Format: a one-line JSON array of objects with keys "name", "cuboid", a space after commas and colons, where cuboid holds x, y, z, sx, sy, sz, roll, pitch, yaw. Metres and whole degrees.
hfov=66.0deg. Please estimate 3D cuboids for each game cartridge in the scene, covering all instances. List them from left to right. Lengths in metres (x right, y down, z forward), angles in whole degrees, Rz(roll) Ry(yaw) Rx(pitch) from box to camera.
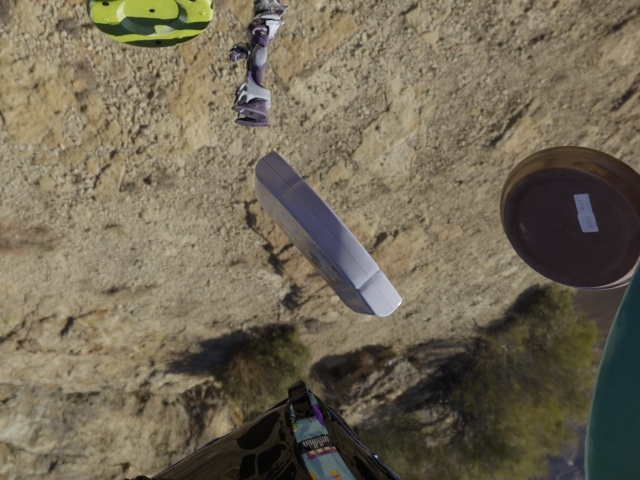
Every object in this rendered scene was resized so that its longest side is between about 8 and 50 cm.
[{"name": "game cartridge", "cuboid": [0.000, 0.000, 0.786, 0.062, 0.297, 0.198, -41, 180, -6]}]

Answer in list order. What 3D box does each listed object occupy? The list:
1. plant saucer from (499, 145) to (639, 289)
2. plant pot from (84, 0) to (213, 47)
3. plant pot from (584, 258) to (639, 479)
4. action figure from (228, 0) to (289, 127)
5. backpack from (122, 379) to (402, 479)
[{"name": "plant saucer", "cuboid": [0.435, -0.028, 0.860, 0.041, 0.278, 0.278, -33, 157, -32]}, {"name": "plant pot", "cuboid": [-0.356, -0.603, 0.984, 0.365, 0.354, 0.366, -11, 173, -1]}, {"name": "plant pot", "cuboid": [0.304, 0.074, 0.265, 0.290, 0.195, 0.290, -54, 157, -35]}, {"name": "action figure", "cuboid": [-0.137, -0.394, 1.049, 0.099, 0.286, 0.185, 6, 172, -20]}, {"name": "backpack", "cuboid": [-0.013, 0.191, 0.282, 0.158, 0.173, 0.117, -22, 122, -31]}]
